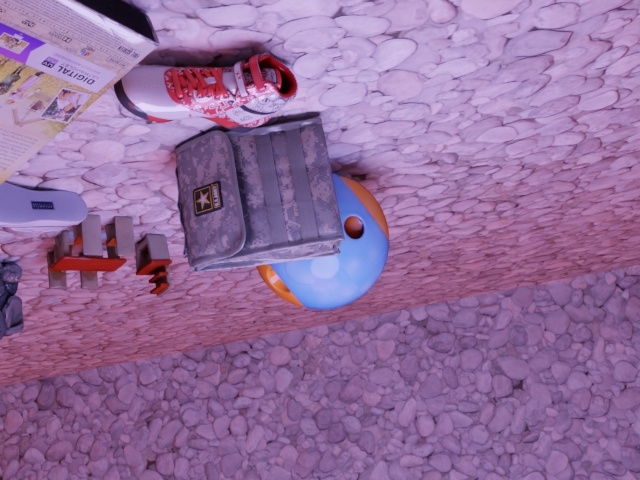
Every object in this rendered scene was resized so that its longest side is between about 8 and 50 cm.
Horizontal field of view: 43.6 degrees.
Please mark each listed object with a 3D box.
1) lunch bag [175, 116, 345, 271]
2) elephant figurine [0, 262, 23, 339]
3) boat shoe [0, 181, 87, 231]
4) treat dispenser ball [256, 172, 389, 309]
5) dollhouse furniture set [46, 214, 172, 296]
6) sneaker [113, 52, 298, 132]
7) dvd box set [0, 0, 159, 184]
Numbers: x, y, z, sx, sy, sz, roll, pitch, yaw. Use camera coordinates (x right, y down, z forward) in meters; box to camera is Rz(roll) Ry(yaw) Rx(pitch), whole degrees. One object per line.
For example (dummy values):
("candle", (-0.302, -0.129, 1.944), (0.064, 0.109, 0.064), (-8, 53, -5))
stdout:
("lunch bag", (-0.119, -0.076, 1.444), (0.287, 0.235, 0.169), (-9, 168, -3))
("elephant figurine", (-0.785, 0.176, 1.885), (0.169, 0.239, 0.186), (-21, 160, 31))
("boat shoe", (-0.574, -0.052, 1.517), (0.084, 0.095, 0.258), (-29, 154, 37))
("treat dispenser ball", (0.000, 0.000, 1.663), (0.288, 0.288, 0.288), (-9, 163, -3))
("dollhouse furniture set", (-0.479, 0.055, 1.838), (0.259, 0.135, 0.262), (3, 159, -35))
("sneaker", (-0.157, -0.233, 1.178), (0.145, 0.090, 0.270), (-26, 160, 39))
("dvd box set", (-0.457, -0.196, 1.012), (0.420, 0.062, 0.308), (-34, 154, 24))
